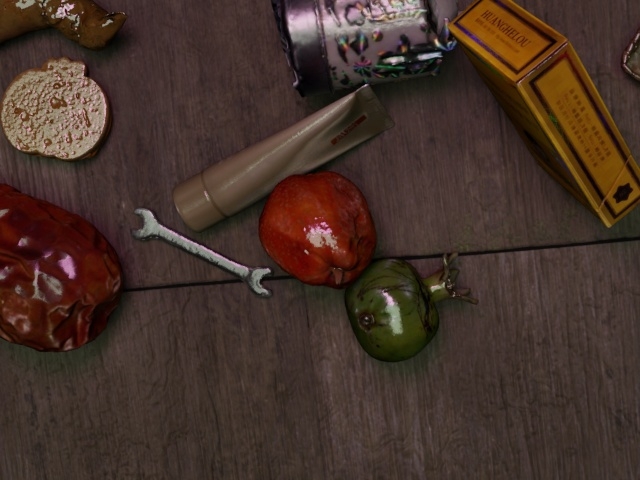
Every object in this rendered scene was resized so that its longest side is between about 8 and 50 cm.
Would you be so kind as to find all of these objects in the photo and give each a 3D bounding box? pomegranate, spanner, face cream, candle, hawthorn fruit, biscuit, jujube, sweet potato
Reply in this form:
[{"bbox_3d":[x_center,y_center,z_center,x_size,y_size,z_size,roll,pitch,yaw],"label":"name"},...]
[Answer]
[{"bbox_3d":[0.134,0.093,1.367,0.191,0.131,0.152,-19,91,0],"label":"pomegranate"},{"bbox_3d":[-0.186,0.019,1.446,0.254,0.015,0.054,26,96,2],"label":"spanner"},{"bbox_3d":[-0.059,-0.122,1.374,0.341,0.137,0.084,-27,64,11],"label":"face cream"},{"bbox_3d":[0.097,-0.311,1.301,0.330,0.187,0.187,-8,95,5],"label":"candle"},{"bbox_3d":[-0.002,-0.010,1.344,0.173,0.173,0.179,-42,77,8],"label":"hawthorn fruit"},{"bbox_3d":[-0.407,-0.204,1.428,0.170,0.050,0.170,0,90,-1],"label":"biscuit"},{"bbox_3d":[-0.465,0.019,1.393,0.342,0.216,0.216,31,98,14],"label":"jujube"},{"bbox_3d":[-0.427,-0.342,1.393,0.310,0.098,0.124,-1,88,15],"label":"sweet potato"}]

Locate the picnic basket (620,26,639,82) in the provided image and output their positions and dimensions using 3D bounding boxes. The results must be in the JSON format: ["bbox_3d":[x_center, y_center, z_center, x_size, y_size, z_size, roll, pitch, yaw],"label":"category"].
[{"bbox_3d":[0.533,-0.247,1.326,0.193,0.055,0.110,31,99,1],"label":"picnic basket"}]

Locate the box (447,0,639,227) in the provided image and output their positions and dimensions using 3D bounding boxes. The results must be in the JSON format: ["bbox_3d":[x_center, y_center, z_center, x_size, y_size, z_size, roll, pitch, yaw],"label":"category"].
[{"bbox_3d":[0.306,-0.172,1.217,0.084,0.193,0.301,-39,129,7],"label":"box"}]
